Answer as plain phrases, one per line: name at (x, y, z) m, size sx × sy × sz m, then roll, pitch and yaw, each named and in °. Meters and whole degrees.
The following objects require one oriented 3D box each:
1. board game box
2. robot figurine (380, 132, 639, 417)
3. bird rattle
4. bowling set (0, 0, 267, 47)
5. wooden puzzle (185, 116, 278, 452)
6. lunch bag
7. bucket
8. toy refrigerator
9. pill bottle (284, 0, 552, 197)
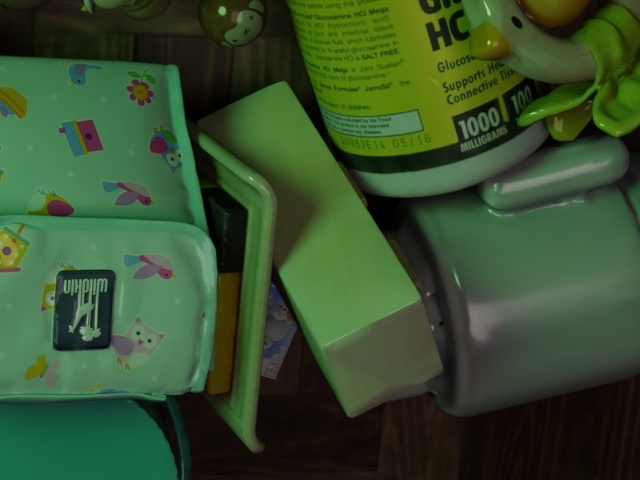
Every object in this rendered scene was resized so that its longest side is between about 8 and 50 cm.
board game box at (-0.065, 0.070, 1.579) m, size 0.090 × 0.020 × 0.090 m, roll 17°, pitch 106°, yaw -22°
robot figurine at (0.193, 0.033, 1.539) m, size 0.353 × 0.200 × 0.300 m, roll -12°, pitch 139°, yaw -12°
bird rattle at (0.197, -0.203, 1.336) m, size 0.207 × 0.143 × 0.253 m, roll 7°, pitch 86°, yaw -32°
bowling set at (-0.117, -0.241, 1.330) m, size 0.200 × 0.154 × 0.287 m, roll 39°, pitch 96°, yaw 8°
wooden puzzle at (-0.099, 0.025, 1.439) m, size 0.044 × 0.221 × 0.238 m, roll -9°, pitch 114°, yaw -25°
lunch bag at (-0.204, 0.000, 1.351) m, size 0.223 × 0.262 × 0.160 m, roll 1°, pitch 155°, yaw -29°
bucket at (-0.247, 0.178, 1.477) m, size 0.281 × 0.183 × 0.281 m, roll -6°, pitch 114°, yaw -13°
toy refrigerator at (0.000, 0.000, 1.423) m, size 0.094 × 0.269 × 0.102 m, roll -26°, pitch 139°, yaw -5°
pill bottle at (0.060, -0.217, 1.409) m, size 0.188 × 0.188 × 0.334 m, roll -22°, pitch 115°, yaw -7°
